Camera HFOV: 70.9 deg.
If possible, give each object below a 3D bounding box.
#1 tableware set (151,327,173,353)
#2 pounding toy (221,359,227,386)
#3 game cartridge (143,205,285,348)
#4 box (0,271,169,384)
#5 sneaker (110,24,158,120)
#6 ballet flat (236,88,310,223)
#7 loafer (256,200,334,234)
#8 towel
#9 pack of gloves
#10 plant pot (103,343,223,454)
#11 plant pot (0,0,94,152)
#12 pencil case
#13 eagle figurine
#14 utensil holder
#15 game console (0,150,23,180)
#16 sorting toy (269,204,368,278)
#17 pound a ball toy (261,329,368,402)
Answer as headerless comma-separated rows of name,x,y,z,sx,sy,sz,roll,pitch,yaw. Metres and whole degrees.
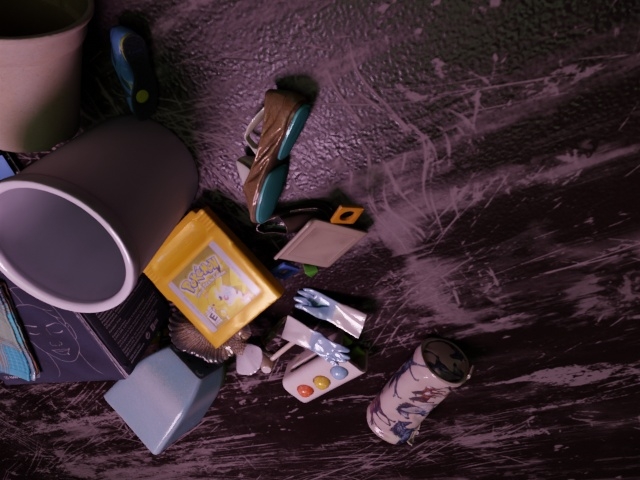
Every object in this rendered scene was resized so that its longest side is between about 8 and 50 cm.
tableware set,-0.550,0.352,1.551,0.104,0.024,0.154,-6,141,-40
pounding toy,-0.387,0.401,1.562,0.183,0.110,0.236,-2,97,23
game cartridge,-0.301,0.103,1.223,0.285,0.052,0.323,-41,96,23
box,-0.805,0.157,1.332,0.481,0.297,0.471,-7,125,17
sneaker,-0.429,-0.380,1.026,0.082,0.069,0.209,34,141,26
ballet flat,-0.133,-0.202,1.068,0.124,0.116,0.342,33,127,12
loafer,-0.070,-0.045,1.175,0.220,0.078,0.080,-8,123,17
towel,-0.928,0.231,1.210,0.272,0.040,0.369,11,126,3
pack of gloves,-0.002,0.260,1.335,0.232,0.046,0.194,23,106,19
plant pot,-0.456,0.447,1.413,0.248,0.247,0.252,42,104,11
plant pot,-0.641,-0.366,0.939,0.334,0.333,0.305,19,137,-3
pencil case,0.308,0.484,1.427,0.184,0.160,0.410,27,126,1
eagle figurine,-0.291,0.266,1.380,0.298,0.226,0.225,37,144,-21
utensil holder,-0.495,-0.082,1.045,0.328,0.385,0.327,6,126,8
game console,-0.884,-0.252,1.212,0.213,0.044,0.361,-5,125,15
sorting toy,0.000,0.000,1.170,0.196,0.047,0.348,9,142,-36
pound a ball toy,-0.033,0.410,1.459,0.208,0.135,0.319,42,122,-18
